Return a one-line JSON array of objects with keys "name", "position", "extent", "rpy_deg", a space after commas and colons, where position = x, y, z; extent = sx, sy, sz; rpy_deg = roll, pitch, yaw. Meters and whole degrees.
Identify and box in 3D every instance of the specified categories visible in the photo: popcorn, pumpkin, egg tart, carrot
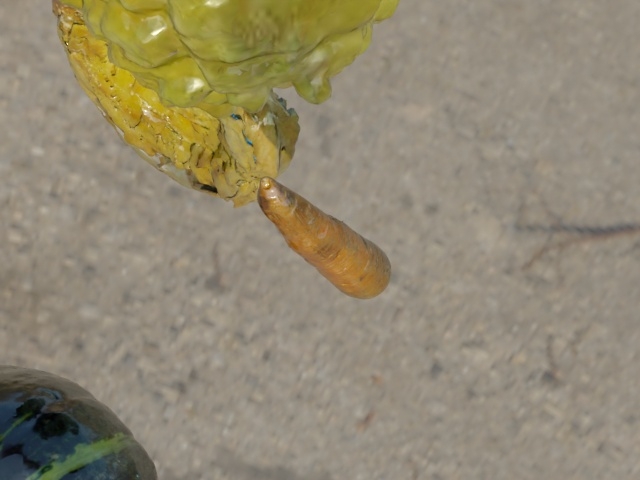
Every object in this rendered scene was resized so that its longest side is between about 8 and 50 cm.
[{"name": "popcorn", "position": [-0.061, -0.203, 1.173], "extent": [0.249, 0.249, 0.225], "rpy_deg": [-7, 26, -24]}, {"name": "pumpkin", "position": [-0.299, 0.275, 1.683], "extent": [0.323, 0.323, 0.241], "rpy_deg": [40, 29, 15]}, {"name": "egg tart", "position": [-0.126, -0.157, 1.621], "extent": [0.290, 0.291, 0.107], "rpy_deg": [37, 68, 12]}, {"name": "carrot", "position": [0.000, 0.000, 1.294], "extent": [0.047, 0.191, 0.047], "rpy_deg": [-9, 68, 24]}]
